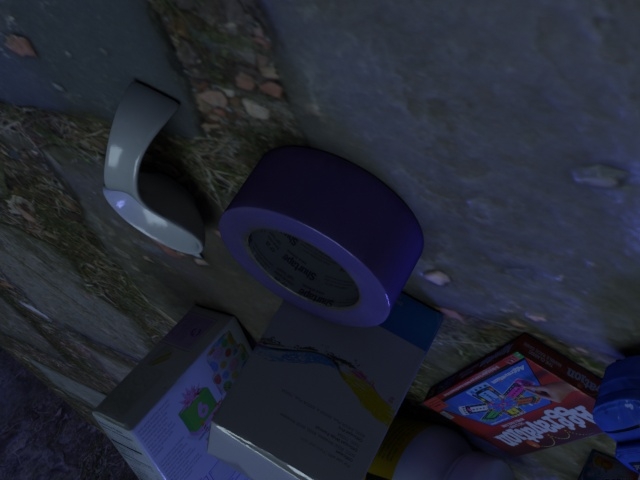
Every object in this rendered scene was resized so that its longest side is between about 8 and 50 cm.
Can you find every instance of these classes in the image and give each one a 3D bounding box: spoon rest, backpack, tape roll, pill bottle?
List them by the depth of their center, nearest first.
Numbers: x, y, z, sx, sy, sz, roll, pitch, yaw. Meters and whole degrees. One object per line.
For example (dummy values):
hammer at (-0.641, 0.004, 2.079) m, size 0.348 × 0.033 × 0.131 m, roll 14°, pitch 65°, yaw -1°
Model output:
backpack at (0.313, 0.164, 0.726) m, size 0.120 × 0.101 × 0.098 m, roll 37°, pitch 147°, yaw -4°
tape roll at (0.000, 0.000, 0.792) m, size 0.189 × 0.080 × 0.189 m, roll 25°, pitch 153°, yaw 14°
spoon rest at (-0.193, -0.057, 0.895) m, size 0.137 × 0.084 × 0.276 m, roll 27°, pitch 153°, yaw 9°
pill bottle at (0.106, 0.350, 1.178) m, size 0.334 × 0.188 × 0.188 m, roll 4°, pitch 143°, yaw 43°

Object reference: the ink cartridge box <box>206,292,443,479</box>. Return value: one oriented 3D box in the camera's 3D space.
ink cartridge box at (0.001, 0.168, 0.912) m, size 0.168 × 0.232 × 0.171 m, roll 29°, pitch 154°, yaw 5°

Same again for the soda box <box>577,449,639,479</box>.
soda box at (0.355, 0.334, 1.029) m, size 0.063 × 0.058 × 0.183 m, roll 21°, pitch 152°, yaw 21°

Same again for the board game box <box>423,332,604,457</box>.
board game box at (0.234, 0.193, 0.945) m, size 0.145 × 0.027 × 0.281 m, roll 30°, pitch 154°, yaw 0°

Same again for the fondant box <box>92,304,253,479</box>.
fondant box at (-0.184, 0.304, 1.289) m, size 0.096 × 0.238 × 0.330 m, roll 14°, pitch 138°, yaw 36°
